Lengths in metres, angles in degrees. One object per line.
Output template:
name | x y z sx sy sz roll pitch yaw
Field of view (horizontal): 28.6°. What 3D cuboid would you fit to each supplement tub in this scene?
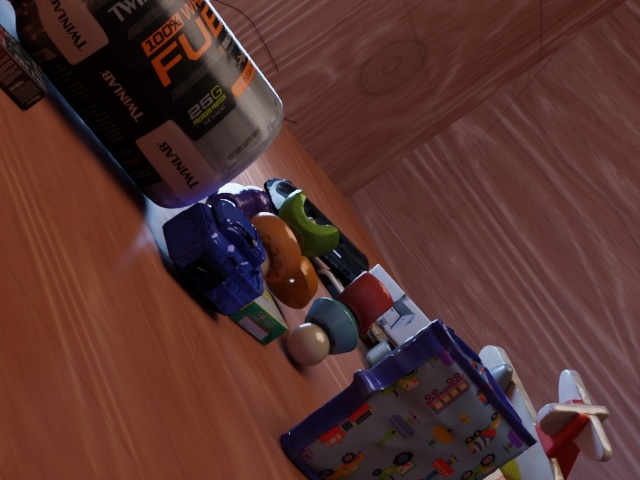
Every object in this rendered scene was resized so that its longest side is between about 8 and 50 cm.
supplement tub | -0.214 -0.221 1.485 0.338 0.207 0.207 52 6 -23

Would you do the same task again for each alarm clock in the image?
alarm clock | 0.130 0.237 2.342 0.129 0.064 0.192 46 12 -54

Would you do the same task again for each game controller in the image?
game controller | 0.000 0.000 2.569 0.319 0.067 0.166 44 21 -30

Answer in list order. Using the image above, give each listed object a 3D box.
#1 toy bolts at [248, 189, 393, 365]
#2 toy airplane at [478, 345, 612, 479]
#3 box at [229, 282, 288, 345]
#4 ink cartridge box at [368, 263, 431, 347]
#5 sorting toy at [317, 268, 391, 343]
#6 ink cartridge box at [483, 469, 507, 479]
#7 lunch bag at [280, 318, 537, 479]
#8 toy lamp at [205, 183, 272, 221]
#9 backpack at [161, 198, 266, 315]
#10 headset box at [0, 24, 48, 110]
toy bolts | -0.038 0.084 1.782 0.228 0.158 0.218 46 -37 13
toy airplane | 0.388 0.419 2.391 0.386 0.272 0.384 -154 -121 -74
box | -0.113 0.041 1.620 0.105 0.043 0.179 46 13 -54
ink cartridge box | 0.152 0.153 2.415 0.190 0.082 0.139 47 -3 19
sorting toy | 0.072 0.142 2.584 0.208 0.038 0.193 51 5 7
ink cartridge box | 0.200 0.352 1.916 0.175 0.072 0.127 56 -34 11
lunch bag | 0.095 0.210 1.445 0.138 0.221 0.293 58 6 30
toy lamp | -0.121 -0.046 1.874 0.080 0.080 0.275 55 7 2
backpack | -0.112 0.023 1.453 0.120 0.101 0.098 55 11 -33
headset box | -0.318 -0.182 1.277 0.083 0.032 0.062 49 8 -38
